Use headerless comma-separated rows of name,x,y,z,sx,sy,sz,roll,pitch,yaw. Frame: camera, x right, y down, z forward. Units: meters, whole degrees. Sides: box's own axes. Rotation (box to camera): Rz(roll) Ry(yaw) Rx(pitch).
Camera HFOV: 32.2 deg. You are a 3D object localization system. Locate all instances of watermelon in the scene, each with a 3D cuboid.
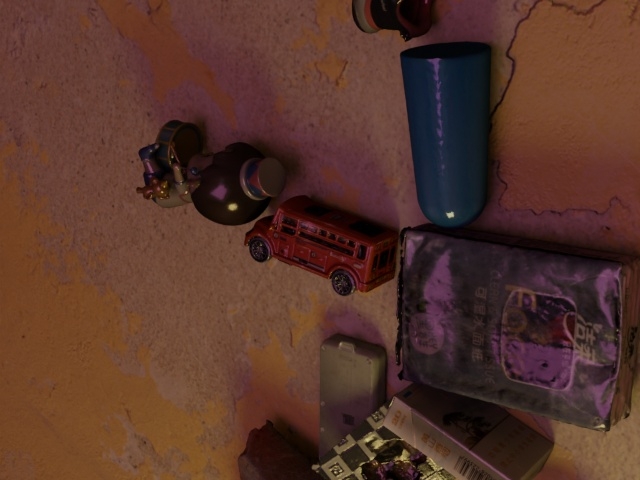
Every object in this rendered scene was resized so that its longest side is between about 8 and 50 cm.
watermelon,-0.060,0.519,2.012,0.302,0.151,0.264,35,136,26

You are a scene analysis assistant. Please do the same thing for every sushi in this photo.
sushi,0.125,0.375,1.888,0.193,0.040,0.210,43,107,-4

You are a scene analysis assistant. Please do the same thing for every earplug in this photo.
earplug,0.192,-0.149,1.651,0.132,0.132,0.272,8,113,34

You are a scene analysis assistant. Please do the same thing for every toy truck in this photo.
toy truck,0.000,0.000,1.845,0.253,0.107,0.114,22,116,27

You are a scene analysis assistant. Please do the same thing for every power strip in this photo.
power strip,0.054,0.294,1.939,0.118,0.046,0.270,13,112,32

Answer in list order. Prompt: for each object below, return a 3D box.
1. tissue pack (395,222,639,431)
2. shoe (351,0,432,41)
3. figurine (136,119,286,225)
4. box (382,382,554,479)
tissue pack,0.293,0.119,1.665,0.361,0.122,0.259,12,108,35
shoe,0.141,-0.417,1.601,0.137,0.114,0.290,34,125,29
figurine,-0.177,-0.111,1.913,0.276,0.161,0.158,16,93,26
box,0.232,0.305,1.749,0.233,0.149,0.067,34,119,23
